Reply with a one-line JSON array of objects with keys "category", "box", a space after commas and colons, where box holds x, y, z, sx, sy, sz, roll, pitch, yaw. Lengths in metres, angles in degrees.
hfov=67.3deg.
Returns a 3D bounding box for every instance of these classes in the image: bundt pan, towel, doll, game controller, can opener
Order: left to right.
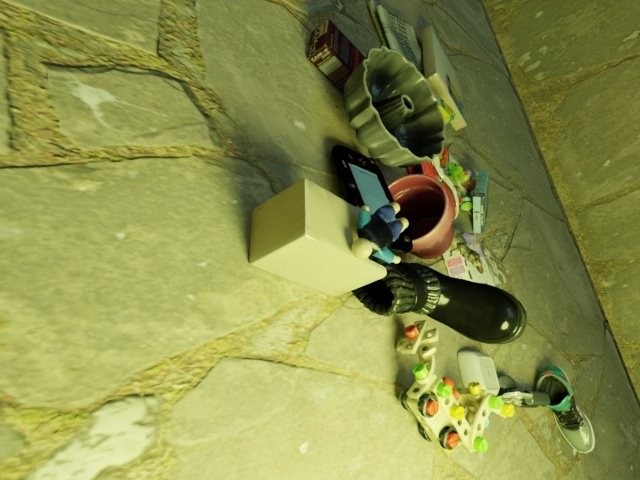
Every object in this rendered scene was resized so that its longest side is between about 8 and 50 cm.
[{"category": "game controller", "box": [0.119, -0.104, 1.162, 0.166, 0.067, 0.319, 24, 37, -43]}, {"category": "doll", "box": [0.115, -0.012, 0.922, 0.129, 0.046, 0.189, 60, 36, -4]}, {"category": "bundt pan", "box": [0.187, -0.340, 1.285, 0.330, 0.124, 0.331, 18, 61, -37]}, {"category": "towel", "box": [0.318, -0.741, 1.825, 0.312, 0.056, 0.324, -6, 74, -51]}, {"category": "can opener", "box": [0.628, 0.472, 1.486, 0.280, 0.074, 0.093, 25, 51, -40]}]

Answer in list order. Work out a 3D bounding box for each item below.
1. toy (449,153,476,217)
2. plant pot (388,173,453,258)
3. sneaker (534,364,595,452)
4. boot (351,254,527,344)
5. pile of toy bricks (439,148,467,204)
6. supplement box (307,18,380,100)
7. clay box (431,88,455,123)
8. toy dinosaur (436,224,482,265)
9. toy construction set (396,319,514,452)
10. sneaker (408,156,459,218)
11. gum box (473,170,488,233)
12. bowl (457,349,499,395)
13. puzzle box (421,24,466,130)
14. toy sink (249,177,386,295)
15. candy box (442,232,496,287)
[{"category": "toy", "box": [0.542, -0.213, 1.789, 0.137, 0.056, 0.237, 38, 45, -34]}, {"category": "plant pot", "box": [0.261, -0.044, 1.264, 0.180, 0.201, 0.201, 42, 40, -50]}, {"category": "sneaker", "box": [0.817, 0.566, 1.613, 0.178, 0.124, 0.296, 15, 51, -51]}, {"category": "boot", "box": [0.244, 0.127, 1.054, 0.260, 0.348, 0.131, 15, 92, -49]}, {"category": "pile of toy bricks", "box": [0.446, -0.216, 1.636, 0.118, 0.105, 0.212, 4, 67, -49]}, {"category": "supplement box", "box": [0.074, -0.497, 1.377, 0.239, 0.073, 0.130, 35, 46, -35]}, {"category": "clay box", "box": [0.357, -0.438, 1.638, 0.222, 0.127, 0.053, 26, 52, -38]}, {"category": "toy dinosaur", "box": [0.364, -0.019, 1.426, 0.118, 0.064, 0.268, -28, 79, -16]}, {"category": "toy construction set", "box": [0.289, 0.343, 1.091, 0.215, 0.151, 0.328, -42, 96, -27]}, {"category": "sneaker", "box": [0.331, -0.173, 1.502, 0.118, 0.107, 0.279, -34, 99, -30]}, {"category": "gum box", "box": [0.588, -0.142, 1.761, 0.184, 0.041, 0.157, -61, 147, -47]}, {"category": "bowl", "box": [0.448, 0.375, 1.346, 0.142, 0.053, 0.142, 19, 55, -44]}, {"category": "puzzle box", "box": [0.500, -0.670, 1.962, 0.272, 0.052, 0.409, 46, 37, -33]}, {"category": "toy sink", "box": [0.000, 0.000, 0.941, 0.234, 0.152, 0.131, 25, 51, -39]}, {"category": "candy box", "box": [0.462, 0.078, 1.516, 0.165, 0.070, 0.196, 2, 68, -50]}]
